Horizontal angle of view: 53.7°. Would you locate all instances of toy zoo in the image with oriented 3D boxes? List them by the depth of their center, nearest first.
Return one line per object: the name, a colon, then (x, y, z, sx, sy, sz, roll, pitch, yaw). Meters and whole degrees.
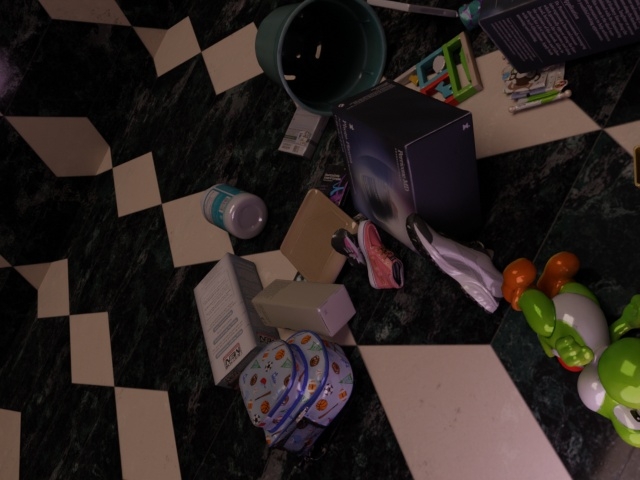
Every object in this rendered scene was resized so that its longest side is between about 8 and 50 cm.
toy zoo: (0.284, -0.402, 1.687, 0.293, 0.030, 0.192, -30, 50, 35)

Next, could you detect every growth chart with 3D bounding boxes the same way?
growth chart: (0.495, -0.402, 1.466, 0.172, 0.021, 0.237, -15, 58, 42)

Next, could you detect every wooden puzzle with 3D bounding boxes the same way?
wooden puzzle: (0.000, 0.000, 1.743, 0.238, 0.044, 0.221, 43, 112, 44)

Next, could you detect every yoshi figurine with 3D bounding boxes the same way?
yoshi figurine: (0.469, 0.159, 1.070, 0.203, 0.203, 0.362, -41, 48, 17)

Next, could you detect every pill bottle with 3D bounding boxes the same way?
pill bottle: (-0.296, -0.104, 2.072, 0.264, 0.146, 0.146, 25, 89, 51)

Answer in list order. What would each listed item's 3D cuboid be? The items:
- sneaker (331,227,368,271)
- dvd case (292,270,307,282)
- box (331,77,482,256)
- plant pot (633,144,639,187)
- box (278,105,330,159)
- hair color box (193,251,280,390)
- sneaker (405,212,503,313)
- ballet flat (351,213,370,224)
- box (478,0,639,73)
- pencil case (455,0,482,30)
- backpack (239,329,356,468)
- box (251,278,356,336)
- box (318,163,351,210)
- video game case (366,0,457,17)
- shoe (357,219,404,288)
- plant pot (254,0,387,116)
sneaker: (0.086, 0.008, 1.581, 0.072, 0.178, 0.077, 15, 71, 29)
dvd case: (-0.038, 0.101, 1.787, 0.087, 0.013, 0.119, 26, 89, 50)
box: (0.193, -0.168, 1.427, 0.182, 0.296, 0.294, -29, 37, -17)
plant pot: (0.620, -0.127, 1.134, 0.081, 0.083, 0.081, -12, 62, 43)
box: (-0.047, -0.357, 2.019, 0.145, 0.038, 0.186, 21, 87, 50)
hair color box: (-0.250, 0.234, 1.870, 0.185, 0.113, 0.374, -46, 42, 21)
sneaker: (0.285, 0.030, 1.308, 0.108, 0.271, 0.100, -49, 11, 3)
ballet flat: (0.103, -0.051, 1.695, 0.114, 0.041, 0.041, -32, 49, 34)
box: (0.564, -0.568, 1.311, 0.395, 0.212, 0.294, -7, 63, 42)
pencil case: (0.425, -0.602, 1.611, 0.151, 0.064, 0.070, -23, 79, 38)
backpack: (-0.055, 0.351, 1.537, 0.263, 0.213, 0.276, -45, 39, 6)
box: (-0.048, 0.173, 1.666, 0.275, 0.094, 0.113, 2, 34, 48)
box: (0.038, -0.139, 1.818, 0.116, 0.029, 0.162, 13, 79, 50)
video game case: (0.251, -0.645, 1.749, 0.190, 0.173, 0.022, 38, 125, 50)
shoe: (0.150, 0.034, 1.530, 0.081, 0.063, 0.178, -2, 108, 43)
plant pot: (-0.030, -0.574, 1.913, 0.341, 0.341, 0.334, -60, 32, 5)
